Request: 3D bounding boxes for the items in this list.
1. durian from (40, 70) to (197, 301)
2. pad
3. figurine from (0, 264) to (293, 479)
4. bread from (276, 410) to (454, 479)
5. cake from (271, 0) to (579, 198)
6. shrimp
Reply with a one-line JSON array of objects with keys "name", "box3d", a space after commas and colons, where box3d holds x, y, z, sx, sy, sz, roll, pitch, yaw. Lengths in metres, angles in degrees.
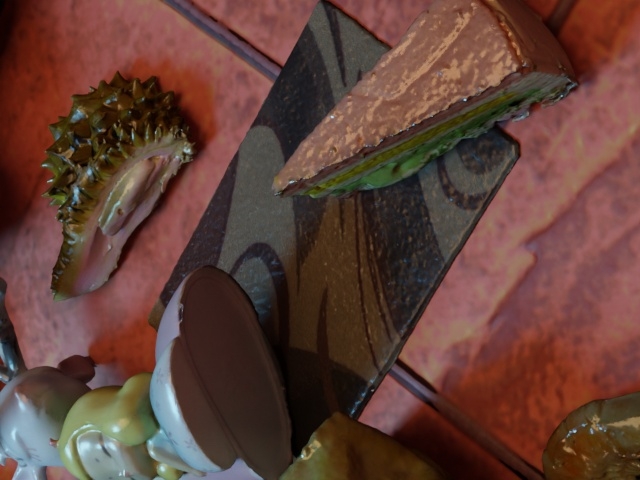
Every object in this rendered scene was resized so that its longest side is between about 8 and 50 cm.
[{"name": "durian", "box3d": [-0.199, -0.040, 1.431, 0.140, 0.078, 0.224, 33, 108, 27]}, {"name": "pad", "box3d": [0.000, 0.000, 1.351, 0.220, 0.004, 0.330, 39, 112, 24]}, {"name": "figurine", "box3d": [-0.219, 0.106, 1.351, 0.316, 0.284, 0.206, -15, 54, 27]}, {"name": "bread", "box3d": [0.055, 0.265, 1.229, 0.196, 0.238, 0.252, -43, 70, -16]}, {"name": "cake", "box3d": [0.067, -0.106, 1.233, 0.225, 0.109, 0.090, -28, 76, 26]}, {"name": "shrimp", "box3d": [0.244, 0.145, 1.188, 0.190, 0.042, 0.101, -27, 99, 30]}]
